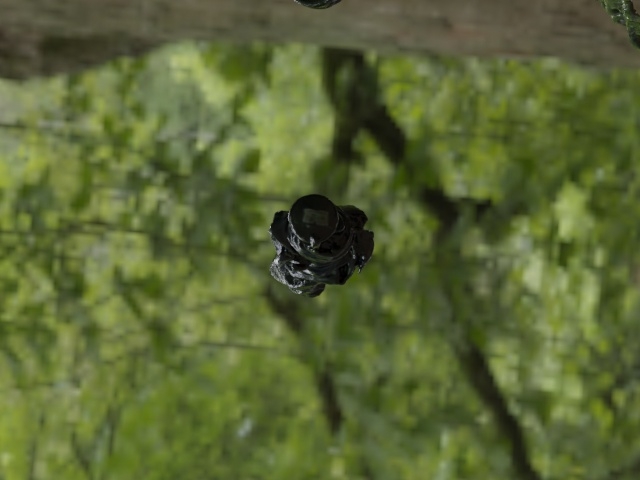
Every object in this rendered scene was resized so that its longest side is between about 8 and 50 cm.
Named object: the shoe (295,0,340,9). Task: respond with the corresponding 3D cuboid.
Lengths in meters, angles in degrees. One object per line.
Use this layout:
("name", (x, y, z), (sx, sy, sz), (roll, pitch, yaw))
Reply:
("shoe", (-0.032, -0.198, 0.969), (0.062, 0.159, 0.053), (-39, -5, 28))

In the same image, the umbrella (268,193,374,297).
("umbrella", (0.003, 0.000, 1.340), (0.080, 0.071, 0.224), (-53, -6, -6))

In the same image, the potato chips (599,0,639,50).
("potato chips", (0.247, -0.201, 1.453), (0.028, 0.092, 0.207), (-46, -19, 7))
